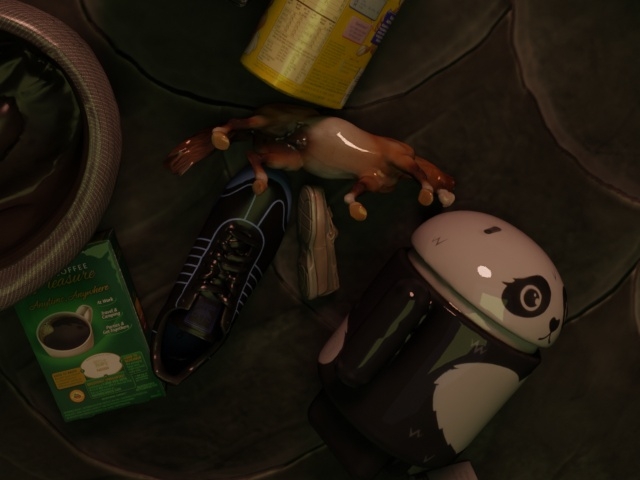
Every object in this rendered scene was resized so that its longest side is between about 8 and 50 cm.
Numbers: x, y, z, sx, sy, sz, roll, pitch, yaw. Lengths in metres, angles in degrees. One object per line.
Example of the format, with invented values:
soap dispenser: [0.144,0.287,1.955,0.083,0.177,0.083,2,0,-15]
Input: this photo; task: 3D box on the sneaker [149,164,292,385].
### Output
sneaker: [-0.095,0.037,0.719,0.082,0.090,0.232,25,107,-14]

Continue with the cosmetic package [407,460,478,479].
cosmetic package: [0.173,0.387,0.862,0.086,0.117,0.231,-15,112,0]

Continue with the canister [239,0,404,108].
canister: [0.016,-0.202,0.625,0.073,0.126,0.169,39,109,24]

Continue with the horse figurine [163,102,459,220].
horse figurine: [0.002,-0.074,0.665,0.264,0.174,0.066,14,113,4]

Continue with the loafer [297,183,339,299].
loafer: [0.000,0.000,0.744,0.039,0.045,0.125,-9,119,-20]

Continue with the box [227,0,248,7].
box: [-0.050,-0.328,0.546,0.143,0.165,0.270,28,106,-14]

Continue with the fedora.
fedora: [-0.301,-0.077,0.639,0.244,0.124,0.275,33,96,-18]

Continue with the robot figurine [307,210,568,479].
robot figurine: [0.110,0.105,0.717,0.174,0.209,0.278,35,104,-3]

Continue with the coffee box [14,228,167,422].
coffee box: [-0.234,0.087,0.752,0.113,0.040,0.184,-16,111,0]
